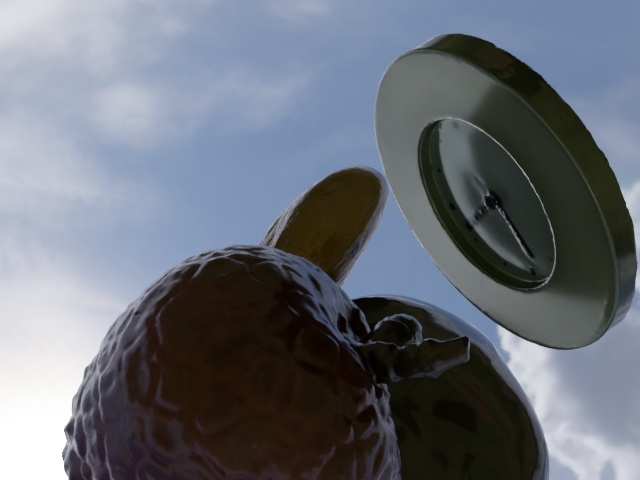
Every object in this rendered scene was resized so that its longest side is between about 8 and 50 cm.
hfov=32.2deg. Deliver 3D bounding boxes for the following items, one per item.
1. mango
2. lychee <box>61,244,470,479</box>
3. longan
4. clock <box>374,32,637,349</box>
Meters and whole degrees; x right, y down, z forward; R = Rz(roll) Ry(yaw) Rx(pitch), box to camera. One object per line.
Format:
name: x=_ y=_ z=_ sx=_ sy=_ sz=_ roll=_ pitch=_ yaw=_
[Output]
mango: x=-0.005 y=-0.002 z=1.290 sx=0.109 sy=0.157 sz=0.262 roll=33 pitch=-126 yaw=-2
lychee: x=-0.043 y=0.115 z=0.787 sx=0.255 sy=0.300 sz=0.255 roll=52 pitch=-170 yaw=-13
longan: x=0.073 y=0.225 z=1.159 sx=0.361 sy=0.361 sz=0.361 roll=11 pitch=-137 yaw=-10
clock: x=0.121 y=-0.030 z=0.754 sx=0.029 sy=0.235 sz=0.235 roll=-33 pitch=-118 yaw=-21
